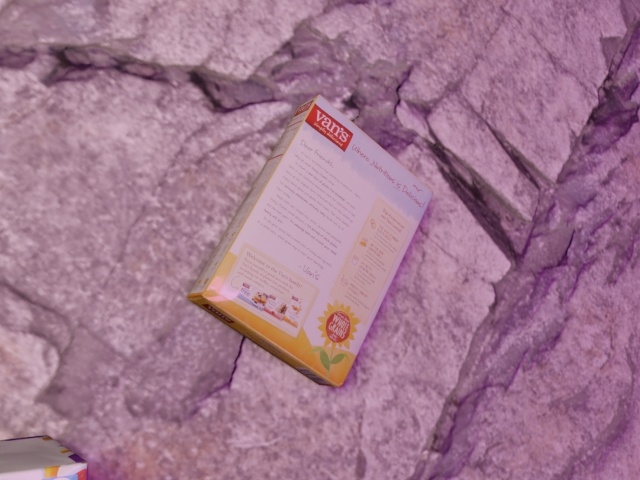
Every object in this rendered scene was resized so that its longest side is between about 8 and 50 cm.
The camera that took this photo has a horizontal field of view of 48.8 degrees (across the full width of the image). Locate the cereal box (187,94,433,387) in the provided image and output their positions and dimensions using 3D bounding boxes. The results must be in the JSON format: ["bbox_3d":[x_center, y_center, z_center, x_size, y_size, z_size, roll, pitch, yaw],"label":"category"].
[{"bbox_3d":[0.000,0.000,0.705,0.173,0.047,0.240,38,66,-22],"label":"cereal box"}]

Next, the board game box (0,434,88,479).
[{"bbox_3d":[-0.242,0.286,0.469,0.142,0.144,0.276,3,83,-31],"label":"board game box"}]
